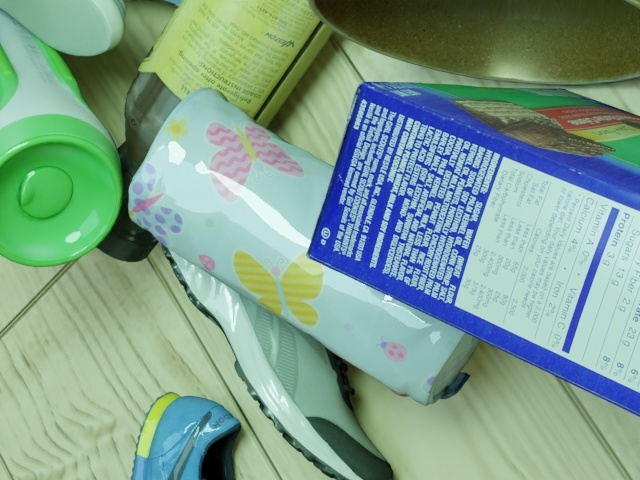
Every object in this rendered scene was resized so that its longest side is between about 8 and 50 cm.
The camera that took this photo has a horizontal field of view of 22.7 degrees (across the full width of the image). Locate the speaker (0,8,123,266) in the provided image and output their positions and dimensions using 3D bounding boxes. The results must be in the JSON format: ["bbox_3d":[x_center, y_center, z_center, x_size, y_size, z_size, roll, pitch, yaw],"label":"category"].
[{"bbox_3d":[-0.245,-0.095,1.258,0.131,0.131,0.296,-64,31,17],"label":"speaker"}]

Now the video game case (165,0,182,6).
[{"bbox_3d":[-0.180,-0.338,1.258,0.244,0.061,0.270,21,127,34],"label":"video game case"}]

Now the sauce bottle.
[{"bbox_3d":[-0.079,-0.128,1.218,0.111,0.111,0.344,49,116,24],"label":"sauce bottle"}]

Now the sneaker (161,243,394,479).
[{"bbox_3d":[-0.019,0.068,1.192,0.108,0.100,0.271,-32,79,-2],"label":"sneaker"}]

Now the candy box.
[{"bbox_3d":[0.201,0.007,0.936,0.317,0.268,0.122,26,108,31],"label":"candy box"}]

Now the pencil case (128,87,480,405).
[{"bbox_3d":[0.000,0.000,1.115,0.273,0.124,0.113,30,135,9],"label":"pencil case"}]

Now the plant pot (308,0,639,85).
[{"bbox_3d":[0.127,-0.256,1.029,0.237,0.237,0.254,3,78,34],"label":"plant pot"}]

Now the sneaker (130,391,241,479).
[{"bbox_3d":[-0.111,0.228,1.270,0.082,0.069,0.209,17,100,29],"label":"sneaker"}]

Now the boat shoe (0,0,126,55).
[{"bbox_3d":[-0.217,-0.216,1.261,0.227,0.081,0.079,29,139,36],"label":"boat shoe"}]
